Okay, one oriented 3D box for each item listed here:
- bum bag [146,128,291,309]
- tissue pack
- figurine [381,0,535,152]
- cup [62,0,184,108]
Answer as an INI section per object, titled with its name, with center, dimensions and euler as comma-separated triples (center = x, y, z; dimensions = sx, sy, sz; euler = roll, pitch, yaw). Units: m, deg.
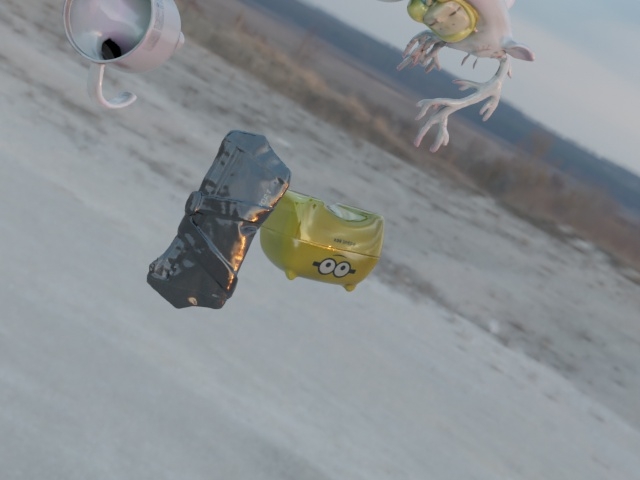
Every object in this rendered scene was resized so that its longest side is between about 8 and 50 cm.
[bum bag]
center = -0.099, -0.017, 1.181
dimensions = 0.087, 0.197, 0.049
euler = 28, -1, 11
[tissue pack]
center = 0.000, 0.000, 1.727
dimensions = 0.178, 0.127, 0.123
euler = 14, 7, -35
[figurine]
center = 0.196, -0.340, 1.849
dimensions = 0.316, 0.284, 0.206
euler = 40, 37, -27
[cup]
center = -0.256, -0.276, 1.576
dimensions = 0.142, 0.134, 0.173
euler = 13, 63, -74
